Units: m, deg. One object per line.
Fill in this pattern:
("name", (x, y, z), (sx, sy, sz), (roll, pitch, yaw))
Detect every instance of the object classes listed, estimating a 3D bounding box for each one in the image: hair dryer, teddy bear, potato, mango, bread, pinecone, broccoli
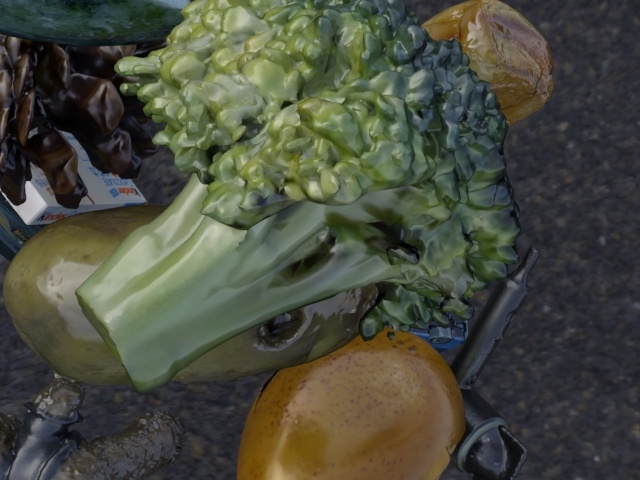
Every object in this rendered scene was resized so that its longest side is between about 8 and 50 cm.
("hair dryer", (0.187, 0.126, 1.251), (0.078, 0.195, 0.248), (9, 114, -42))
("teddy bear", (-0.233, 0.207, 1.036), (0.251, 0.129, 0.181), (12, 106, -24))
("potato", (-0.097, 0.040, 0.893), (0.296, 0.192, 0.141), (4, 72, -25))
("mango", (0.019, 0.200, 1.154), (0.191, 0.160, 0.290), (37, 55, 3))
("bread", (0.151, -0.197, 1.510), (0.167, 0.294, 0.132), (26, 51, -33))
("pinecone", (-0.249, -0.153, 1.097), (0.264, 0.264, 0.264), (4, 79, -23))
("broccoli", (-0.016, -0.013, 0.620), (0.243, 0.263, 0.247), (-39, 115, -10))

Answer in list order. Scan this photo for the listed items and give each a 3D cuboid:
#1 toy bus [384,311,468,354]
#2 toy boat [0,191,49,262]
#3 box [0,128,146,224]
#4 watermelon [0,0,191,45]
("toy bus", (0.095, 0.099, 1.547), (0.185, 0.106, 0.090), (8, 66, -23))
("toy boat", (-0.449, -0.020, 1.777), (0.122, 0.114, 0.296), (-47, 106, -10))
("box", (-0.387, -0.137, 1.584), (0.048, 0.273, 0.265), (-42, 79, 16))
("watermelon", (-0.213, -0.256, 0.736), (0.320, 0.289, 0.213), (28, 80, 13))
